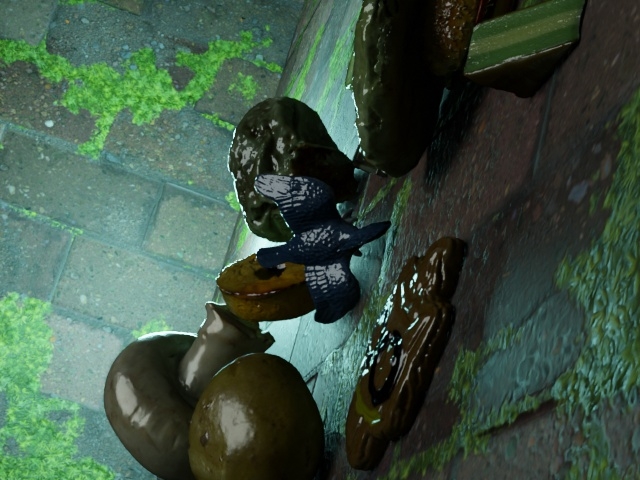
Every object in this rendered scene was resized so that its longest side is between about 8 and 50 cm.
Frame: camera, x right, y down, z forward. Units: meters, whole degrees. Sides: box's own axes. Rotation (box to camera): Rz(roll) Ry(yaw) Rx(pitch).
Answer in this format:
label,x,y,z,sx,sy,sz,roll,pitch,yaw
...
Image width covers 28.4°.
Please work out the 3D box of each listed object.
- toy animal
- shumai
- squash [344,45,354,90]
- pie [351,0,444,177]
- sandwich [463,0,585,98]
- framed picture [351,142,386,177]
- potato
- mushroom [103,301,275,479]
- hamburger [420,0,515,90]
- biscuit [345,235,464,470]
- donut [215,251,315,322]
label,x,y,z,sx,sy,sz,roll,pitch,yaw
toy animal,0.000,0.000,1.793,0.256,0.239,0.176,-20,1,24
shumai,-0.020,-0.137,2.138,0.222,0.225,0.260,-25,50,41
squash,0.102,-0.385,2.298,0.252,0.049,0.252,-160,90,-81
pie,0.100,-0.228,1.591,0.306,0.071,0.306,2,-90,-70
sandwich,0.203,-0.206,1.266,0.116,0.074,0.074,126,160,-62
framed picture,0.105,-0.197,2.001,0.265,0.018,0.192,-136,66,-80
potato,-0.066,0.261,1.650,0.203,0.178,0.158,-54,23,-9
mushroom,-0.195,0.241,2.053,0.290,0.298,0.297,-61,12,26
hamburger,0.172,-0.267,1.535,0.137,0.087,0.165,142,146,-74
biscuit,0.085,0.121,1.395,0.208,0.041,0.290,-98,28,-68
donut,-0.067,0.071,2.008,0.174,0.190,0.074,-84,-21,-64
